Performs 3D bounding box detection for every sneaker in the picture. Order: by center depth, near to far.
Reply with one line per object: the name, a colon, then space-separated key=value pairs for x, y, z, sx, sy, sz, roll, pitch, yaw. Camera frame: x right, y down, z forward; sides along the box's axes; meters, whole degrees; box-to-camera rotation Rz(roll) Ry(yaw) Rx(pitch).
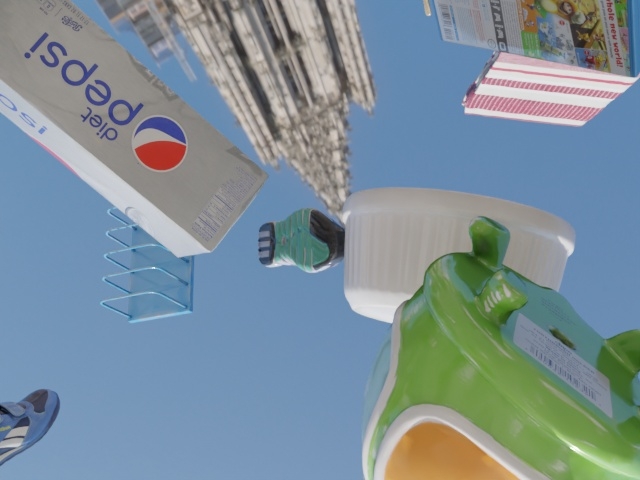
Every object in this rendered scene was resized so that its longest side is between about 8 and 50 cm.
sneaker: x=-0.320 y=0.184 z=0.914 sx=0.053 sy=0.059 sz=0.144 roll=5 pitch=-150 yaw=40
sneaker: x=0.000 y=0.000 z=1.238 sx=0.098 sy=0.223 sz=0.083 roll=3 pitch=-90 yaw=-28

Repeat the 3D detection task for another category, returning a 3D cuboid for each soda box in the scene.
soda box: x=-0.189 y=-0.107 z=0.789 sx=0.286 sy=0.098 sz=0.091 roll=41 pitch=-109 yaw=-19

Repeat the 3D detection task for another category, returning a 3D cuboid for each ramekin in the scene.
ramekin: x=0.149 y=0.034 z=1.062 sx=0.273 sy=0.273 sz=0.127 roll=7 pitch=-101 yaw=14

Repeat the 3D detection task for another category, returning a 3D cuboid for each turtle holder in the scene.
turtle holder: x=0.141 y=0.126 z=0.786 sx=0.227 sy=0.243 sz=0.320 roll=-54 pitch=-156 yaw=17

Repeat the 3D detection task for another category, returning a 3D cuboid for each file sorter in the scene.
file sorter: x=-0.279 y=0.029 z=1.486 sx=0.118 sy=0.104 sz=0.170 roll=-11 pitch=-115 yaw=21

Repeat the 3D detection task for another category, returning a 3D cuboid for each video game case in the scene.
video game case: x=0.151 y=-0.182 z=0.677 sx=0.166 sy=0.119 sz=0.015 roll=20 pitch=-120 yaw=33

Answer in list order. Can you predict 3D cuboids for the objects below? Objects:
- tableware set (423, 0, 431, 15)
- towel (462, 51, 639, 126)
tableware set: x=0.218 y=-0.446 z=1.467 sx=0.128 sy=0.194 sz=0.039 roll=9 pitch=-131 yaw=27
towel: x=0.382 y=-0.263 z=1.545 sx=0.237 sy=0.329 sz=0.037 roll=7 pitch=-100 yaw=-2
